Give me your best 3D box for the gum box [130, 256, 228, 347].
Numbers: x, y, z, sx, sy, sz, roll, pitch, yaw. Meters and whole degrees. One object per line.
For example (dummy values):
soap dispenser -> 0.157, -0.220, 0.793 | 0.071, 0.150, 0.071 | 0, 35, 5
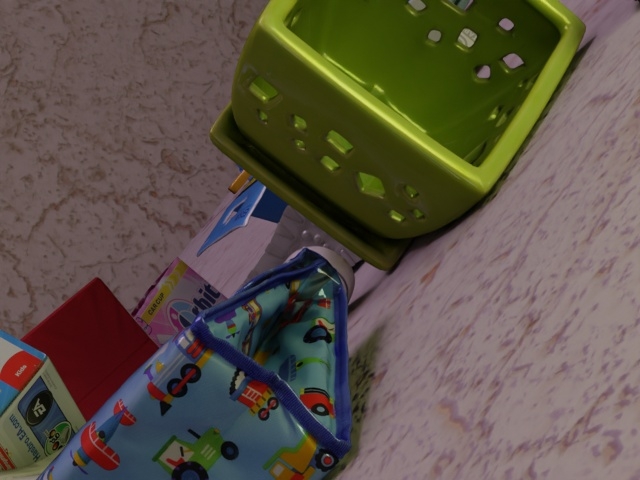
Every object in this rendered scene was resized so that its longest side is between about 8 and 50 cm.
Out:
gum box -> -0.178, 0.114, 2.089 | 0.062, 0.107, 0.188 | -46, 8, 31

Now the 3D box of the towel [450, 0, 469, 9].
towel -> 0.135, -0.313, 2.339 | 0.374, 0.090, 0.320 | -54, 4, 31

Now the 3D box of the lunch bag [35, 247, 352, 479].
lunch bag -> -0.079, 0.126, 1.259 | 0.221, 0.138, 0.293 | -46, 5, 17

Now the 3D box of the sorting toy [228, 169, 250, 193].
sorting toy -> -0.011, -0.201, 2.056 | 0.348, 0.047, 0.196 | -52, 4, -15

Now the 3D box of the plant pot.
plant pot -> 0.051, -0.127, 1.457 | 0.228, 0.227, 0.207 | -55, 2, -36

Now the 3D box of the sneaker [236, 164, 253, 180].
sneaker -> -0.046, -0.092, 2.284 | 0.091, 0.126, 0.240 | -50, 7, -2

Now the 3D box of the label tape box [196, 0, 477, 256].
label tape box -> 0.022, -0.103, 1.973 | 0.348, 0.115, 0.249 | -54, 7, -16

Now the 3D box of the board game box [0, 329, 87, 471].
board game box -> -0.315, 0.272, 1.514 | 0.302, 0.086, 0.308 | -52, -29, -23

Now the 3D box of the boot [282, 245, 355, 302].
boot -> -0.032, 0.082, 1.528 | 0.086, 0.069, 0.190 | -63, 5, -36

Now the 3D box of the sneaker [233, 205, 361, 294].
sneaker -> 0.000, 0.000, 1.676 | 0.235, 0.090, 0.095 | -45, -2, 24

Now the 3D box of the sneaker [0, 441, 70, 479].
sneaker -> -0.167, 0.234, 1.427 | 0.292, 0.169, 0.108 | -15, -65, -50

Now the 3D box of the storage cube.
storage cube -> -0.278, 0.189, 1.890 | 0.193, 0.184, 0.215 | -42, 0, -35

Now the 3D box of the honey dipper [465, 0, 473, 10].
honey dipper -> 0.223, -0.338, 2.315 | 0.161, 0.030, 0.030 | -51, 6, 12
